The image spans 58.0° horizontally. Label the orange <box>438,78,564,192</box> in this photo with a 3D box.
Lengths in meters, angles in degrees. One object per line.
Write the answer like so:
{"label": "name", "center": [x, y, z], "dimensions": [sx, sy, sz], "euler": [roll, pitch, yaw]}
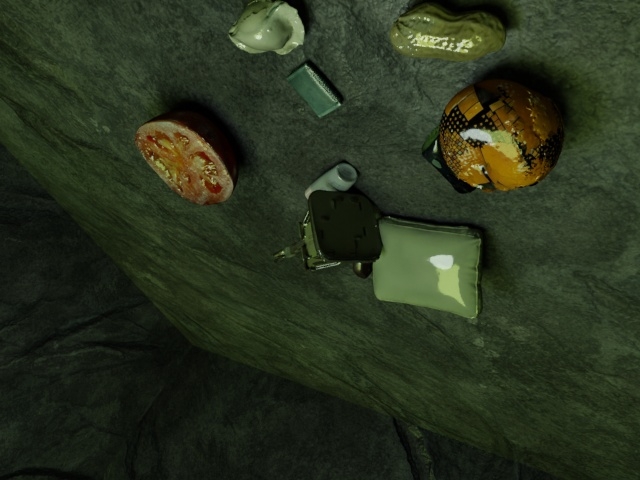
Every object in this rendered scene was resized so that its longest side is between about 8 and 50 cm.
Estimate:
{"label": "orange", "center": [0.340, -0.201, 1.103], "dimensions": [0.234, 0.182, 0.234], "euler": [31, 163, 11]}

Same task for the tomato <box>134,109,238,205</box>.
{"label": "tomato", "center": [-0.372, -0.268, 1.740], "dimensions": [0.339, 0.143, 0.338], "euler": [21, 146, 15]}

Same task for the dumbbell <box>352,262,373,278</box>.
{"label": "dumbbell", "center": [0.061, 0.023, 1.772], "dimensions": [0.226, 0.124, 0.140], "euler": [19, 166, 21]}

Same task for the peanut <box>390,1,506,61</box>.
{"label": "peanut", "center": [0.227, -0.375, 1.042], "dimensions": [0.214, 0.090, 0.098], "euler": [16, 118, 26]}

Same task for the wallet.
{"label": "wallet", "center": [-0.013, -0.357, 1.366], "dimensions": [0.129, 0.026, 0.088], "euler": [46, 145, -21]}

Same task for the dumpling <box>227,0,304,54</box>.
{"label": "dumpling", "center": [-0.110, -0.453, 1.246], "dimensions": [0.188, 0.108, 0.127], "euler": [-11, 157, 34]}

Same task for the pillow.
{"label": "pillow", "center": [0.287, 0.069, 1.578], "dimensions": [0.322, 0.120, 0.255], "euler": [10, 112, 34]}

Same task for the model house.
{"label": "model house", "center": [0.000, 0.000, 1.637], "dimensions": [0.219, 0.204, 0.279], "euler": [3, 160, -33]}

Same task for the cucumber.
{"label": "cucumber", "center": [0.289, -0.183, 1.295], "dimensions": [0.115, 0.085, 0.193], "euler": [-6, 140, 46]}

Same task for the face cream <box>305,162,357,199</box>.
{"label": "face cream", "center": [0.030, -0.153, 1.612], "dimensions": [0.084, 0.057, 0.198], "euler": [28, 155, -16]}
